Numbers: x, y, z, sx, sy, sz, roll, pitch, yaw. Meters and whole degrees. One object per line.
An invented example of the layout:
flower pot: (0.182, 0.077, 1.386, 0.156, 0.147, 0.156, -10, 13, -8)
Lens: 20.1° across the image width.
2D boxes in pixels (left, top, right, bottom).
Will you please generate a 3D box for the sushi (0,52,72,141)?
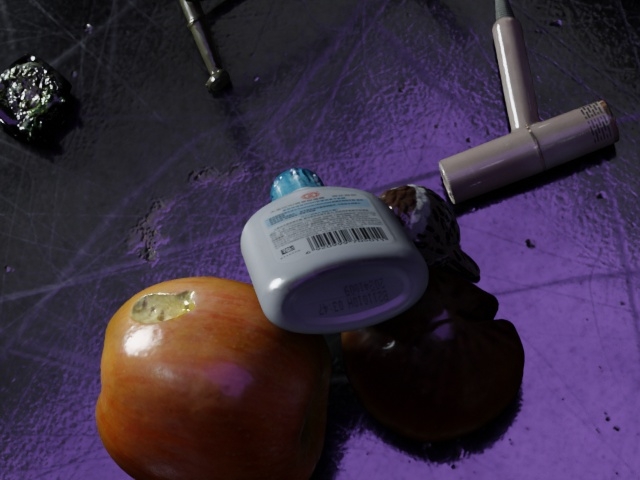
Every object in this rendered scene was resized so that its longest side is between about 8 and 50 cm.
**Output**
sushi: (-0.325, -0.156, 2.036, 0.085, 0.056, 0.083, 35, 72, 16)

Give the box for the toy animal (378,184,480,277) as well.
toy animal: (0.110, -0.007, 1.924, 0.137, 0.098, 0.098, 31, 79, 13)

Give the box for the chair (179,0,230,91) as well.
chair: (-0.092, -0.479, 1.959, 0.365, 0.362, 0.410, -31, 69, -4)

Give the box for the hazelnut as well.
hazelnut: (0.107, 0.106, 1.852, 0.178, 0.178, 0.204, -31, 71, -4)

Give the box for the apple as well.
apple: (-0.115, 0.153, 1.825, 0.241, 0.242, 0.242, 8, 74, 11)

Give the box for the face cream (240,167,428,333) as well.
face cream: (0.000, 0.000, 1.825, 0.163, 0.336, 0.080, -12, 109, -6)

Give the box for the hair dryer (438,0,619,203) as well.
hair dryer: (0.195, -0.170, 1.986, 0.195, 0.053, 0.220, -22, 72, -1)
